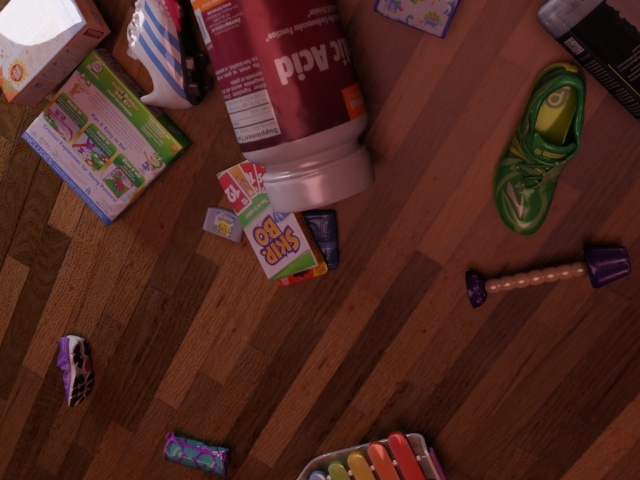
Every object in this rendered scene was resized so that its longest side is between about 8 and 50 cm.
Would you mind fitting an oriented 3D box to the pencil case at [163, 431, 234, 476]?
[{"bbox_3d":[-0.276,0.480,1.518,0.152,0.064,0.070,12,127,9],"label":"pencil case"}]

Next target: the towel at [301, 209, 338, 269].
[{"bbox_3d":[0.000,0.000,1.302,0.067,0.029,0.119,0,109,13],"label":"towel"}]

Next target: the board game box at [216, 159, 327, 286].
[{"bbox_3d":[-0.091,-0.034,1.293,0.124,0.039,0.259,-20,103,32],"label":"board game box"}]

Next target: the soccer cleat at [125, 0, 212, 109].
[{"bbox_3d":[-0.289,-0.393,1.187,0.143,0.116,0.331,-1,109,14],"label":"soccer cleat"}]

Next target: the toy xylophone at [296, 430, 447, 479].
[{"bbox_3d":[0.125,0.523,1.427,0.323,0.081,0.236,-28,101,21],"label":"toy xylophone"}]

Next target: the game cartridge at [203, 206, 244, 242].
[{"bbox_3d":[-0.190,-0.034,1.344,0.083,0.017,0.056,20,109,6],"label":"game cartridge"}]

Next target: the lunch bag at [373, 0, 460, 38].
[{"bbox_3d":[0.170,-0.416,1.079,0.129,0.096,0.151,23,102,5],"label":"lunch bag"}]

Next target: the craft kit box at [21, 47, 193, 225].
[{"bbox_3d":[-0.420,-0.198,1.322,0.247,0.061,0.250,-39,96,25],"label":"craft kit box"}]

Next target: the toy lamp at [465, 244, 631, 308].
[{"bbox_3d":[0.402,0.061,1.202,0.275,0.080,0.080,-11,106,19],"label":"toy lamp"}]

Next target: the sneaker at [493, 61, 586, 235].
[{"bbox_3d":[0.357,-0.144,1.114,0.110,0.123,0.295,13,112,9],"label":"sneaker"}]

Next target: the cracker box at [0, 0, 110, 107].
[{"bbox_3d":[-0.514,-0.379,1.250,0.232,0.067,0.155,-35,77,23],"label":"cracker box"}]

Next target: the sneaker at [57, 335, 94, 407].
[{"bbox_3d":[-0.561,0.294,1.533,0.071,0.068,0.169,10,103,26],"label":"sneaker"}]

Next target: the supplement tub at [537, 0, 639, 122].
[{"bbox_3d":[0.494,-0.294,0.991,0.316,0.193,0.193,44,113,-4],"label":"supplement tub"}]

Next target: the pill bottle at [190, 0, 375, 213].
[{"bbox_3d":[-0.051,-0.257,1.119,0.224,0.224,0.392,-13,105,18],"label":"pill bottle"}]
